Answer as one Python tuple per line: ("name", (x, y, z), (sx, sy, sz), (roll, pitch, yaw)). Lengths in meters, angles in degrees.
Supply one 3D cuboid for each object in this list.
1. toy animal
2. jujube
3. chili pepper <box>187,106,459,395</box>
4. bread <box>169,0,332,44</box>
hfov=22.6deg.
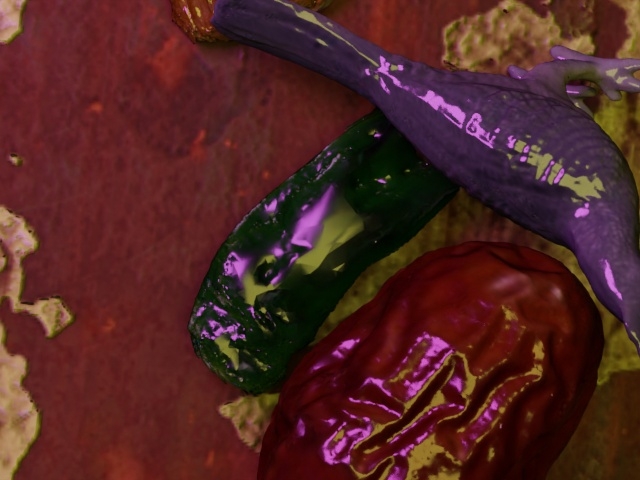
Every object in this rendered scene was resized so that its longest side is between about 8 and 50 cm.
("toy animal", (0.125, -0.074, 1.028), (0.367, 0.081, 0.206), (42, 45, 17))
("jujube", (0.070, 0.113, 1.019), (0.250, 0.174, 0.174), (-40, 96, -12))
("chili pepper", (0.000, 0.000, 1.063), (0.098, 0.061, 0.224), (41, 87, 0))
("bread", (-0.049, -0.201, 1.063), (0.129, 0.044, 0.126), (-16, 94, -11))
